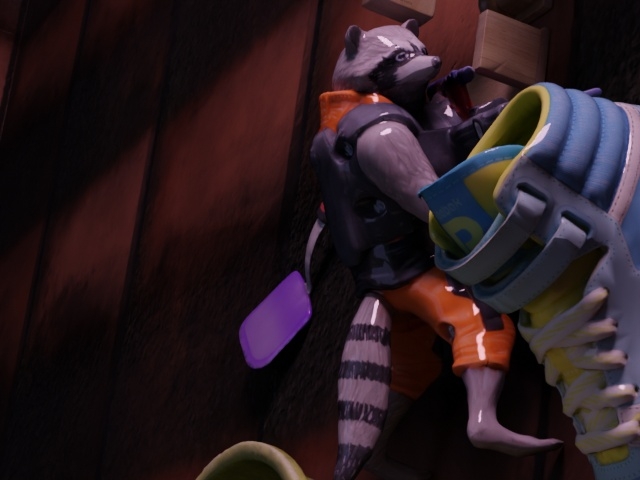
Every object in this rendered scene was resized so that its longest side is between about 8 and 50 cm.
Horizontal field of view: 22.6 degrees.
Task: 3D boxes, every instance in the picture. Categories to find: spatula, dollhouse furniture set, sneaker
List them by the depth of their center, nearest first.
[{"bbox_3d":[0.143,0.057,0.914,0.127,0.208,0.319,-32,47,56],"label":"sneaker"},{"bbox_3d":[0.088,-0.184,1.272,0.123,0.151,0.144,-28,48,60],"label":"dollhouse furniture set"},{"bbox_3d":[0.000,0.000,1.509,0.296,0.030,0.084,-61,27,28],"label":"spatula"}]

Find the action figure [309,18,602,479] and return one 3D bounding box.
[{"bbox_3d":[0.074,-0.004,1.127,0.341,0.178,0.330,135,126,-72],"label":"action figure"}]

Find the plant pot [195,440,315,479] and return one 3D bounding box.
[{"bbox_3d":[0.045,0.279,0.938,0.276,0.254,0.276,-47,34,47],"label":"plant pot"}]
